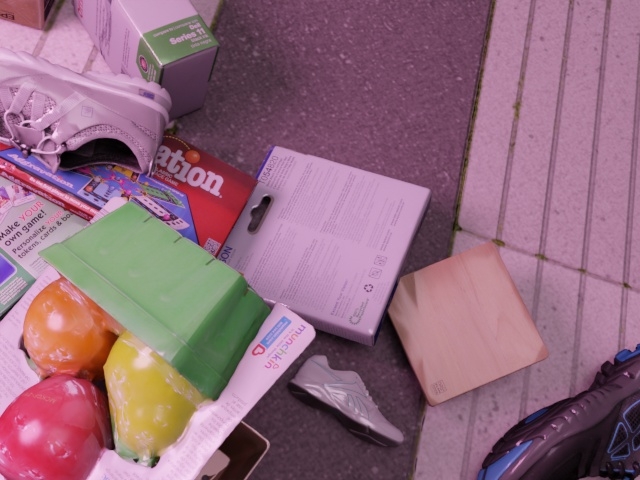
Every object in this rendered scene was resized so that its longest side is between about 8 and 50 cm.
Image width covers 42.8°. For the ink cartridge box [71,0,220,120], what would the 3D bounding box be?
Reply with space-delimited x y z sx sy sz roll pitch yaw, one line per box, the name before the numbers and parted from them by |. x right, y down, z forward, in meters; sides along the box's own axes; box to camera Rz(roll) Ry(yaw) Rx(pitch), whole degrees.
ink cartridge box | -0.226 -0.271 1.031 0.087 0.153 0.208 -29 79 -25

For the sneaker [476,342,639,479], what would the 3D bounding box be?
sneaker | 0.346 0.245 0.997 0.341 0.125 0.139 -26 82 -22

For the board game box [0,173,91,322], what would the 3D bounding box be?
board game box | -0.380 -0.035 0.946 0.213 0.046 0.317 41 63 4

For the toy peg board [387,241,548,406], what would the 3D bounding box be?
toy peg board | 0.175 0.110 1.041 0.161 0.079 0.161 -22 74 -7

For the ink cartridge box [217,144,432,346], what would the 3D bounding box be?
ink cartridge box | 0.000 0.000 1.028 0.224 0.045 0.223 18 62 14

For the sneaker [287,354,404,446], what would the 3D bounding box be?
sneaker | 0.039 0.190 0.970 0.152 0.053 0.061 34 60 0

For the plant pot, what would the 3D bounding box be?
plant pot | -0.135 0.235 0.875 0.109 0.096 0.109 38 64 1

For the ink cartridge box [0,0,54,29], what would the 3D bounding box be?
ink cartridge box | -0.448 -0.401 1.057 0.235 0.088 0.193 15 63 -9

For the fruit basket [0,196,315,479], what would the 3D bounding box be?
fruit basket | -0.220 0.151 0.805 0.327 0.165 0.353 29 78 35

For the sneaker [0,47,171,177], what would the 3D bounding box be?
sneaker | -0.305 -0.131 0.894 0.282 0.105 0.115 3 67 -15

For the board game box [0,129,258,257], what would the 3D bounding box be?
board game box | -0.229 -0.079 0.969 0.281 0.027 0.145 27 62 -4
